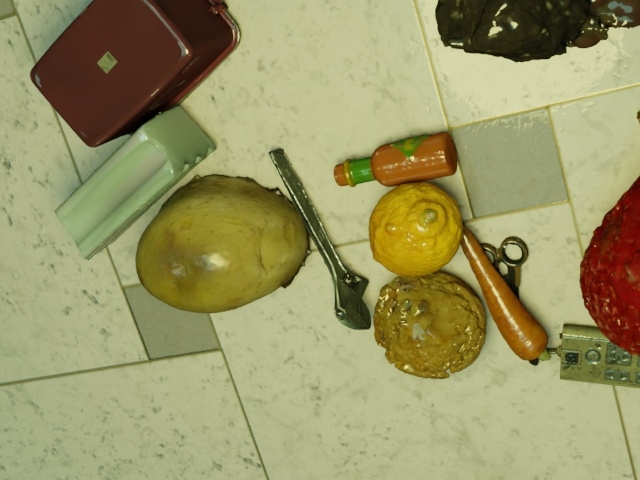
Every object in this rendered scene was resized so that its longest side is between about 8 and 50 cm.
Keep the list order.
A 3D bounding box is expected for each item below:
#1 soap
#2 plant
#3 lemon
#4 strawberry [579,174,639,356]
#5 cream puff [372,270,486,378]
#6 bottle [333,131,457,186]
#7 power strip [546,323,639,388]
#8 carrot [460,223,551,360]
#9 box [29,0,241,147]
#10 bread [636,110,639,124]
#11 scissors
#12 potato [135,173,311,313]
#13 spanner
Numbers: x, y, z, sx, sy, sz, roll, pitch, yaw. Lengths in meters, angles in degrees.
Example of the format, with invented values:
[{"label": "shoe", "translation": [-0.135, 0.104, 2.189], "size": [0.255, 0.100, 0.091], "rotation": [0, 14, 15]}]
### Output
[{"label": "soap", "translation": [-0.312, -0.085, 1.573], "size": [0.289, 0.173, 0.095], "rotation": [-38, 95, 27]}, {"label": "plant", "translation": [0.272, -0.323, 1.277], "size": [0.234, 0.204, 0.178], "rotation": [-7, 94, -25]}, {"label": "lemon", "translation": [0.142, -0.018, 1.459], "size": [0.142, 0.187, 0.142], "rotation": [2, 77, -9]}, {"label": "strawberry", "translation": [0.510, 0.031, 1.332], "size": [0.291, 0.310, 0.292], "rotation": [0, 88, -2]}, {"label": "cream puff", "translation": [0.167, 0.133, 1.533], "size": [0.189, 0.129, 0.189], "rotation": [5, 113, 12]}, {"label": "bottle", "translation": [0.110, -0.115, 1.484], "size": [0.187, 0.069, 0.069], "rotation": [-11, 107, 21]}, {"label": "power strip", "translation": [0.464, 0.180, 1.508], "size": [0.267, 0.034, 0.092], "rotation": [5, 113, 16]}, {"label": "carrot", "translation": [0.271, 0.085, 1.503], "size": [0.061, 0.061, 0.257], "rotation": [-34, 94, 26]}, {"label": "box", "translation": [-0.288, -0.284, 1.490], "size": [0.294, 0.167, 0.193], "rotation": [-38, 95, 26]}, {"label": "bread", "translation": [0.500, -0.155, 1.361], "size": [0.094, 0.035, 0.090], "rotation": [-21, 103, 24]}, {"label": "scissors", "translation": [0.306, 0.100, 1.537], "size": [0.088, 0.017, 0.220], "rotation": [-14, 107, 22]}, {"label": "potato", "translation": [-0.176, 0.018, 1.552], "size": [0.285, 0.242, 0.243], "rotation": [9, 114, 17]}, {"label": "spanner", "translation": [0.000, 0.000, 1.564], "size": [0.026, 0.093, 0.325], "rotation": [-24, 96, 44]}]
